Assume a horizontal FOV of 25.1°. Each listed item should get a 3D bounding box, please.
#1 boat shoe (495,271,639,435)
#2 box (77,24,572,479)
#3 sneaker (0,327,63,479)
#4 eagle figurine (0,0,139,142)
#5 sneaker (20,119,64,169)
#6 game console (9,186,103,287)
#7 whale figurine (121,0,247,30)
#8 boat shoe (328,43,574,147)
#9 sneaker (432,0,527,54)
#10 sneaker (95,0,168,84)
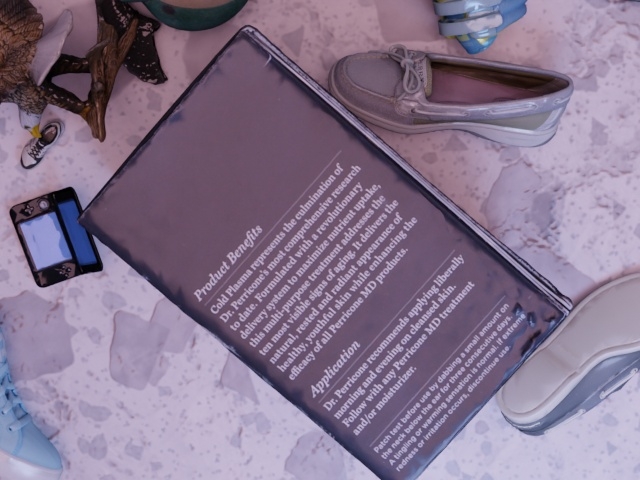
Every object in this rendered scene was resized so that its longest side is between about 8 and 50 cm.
[{"bbox_3d":[0.386,0.158,1.997,0.319,0.116,0.099,-36,139,-4],"label":"boat shoe"},{"bbox_3d":[0.000,0.000,1.761,0.472,0.480,0.297,42,93,-5],"label":"box"},{"bbox_3d":[-0.468,0.182,1.946,0.366,0.135,0.150,43,97,-6],"label":"sneaker"},{"bbox_3d":[-0.408,-0.210,1.845,0.298,0.226,0.225,9,111,5],"label":"eagle figurine"},{"bbox_3d":[-0.383,-0.131,1.961,0.032,0.037,0.083,37,96,-7],"label":"sneaker"},{"bbox_3d":[-0.360,-0.003,1.958,0.107,0.071,0.122,-19,96,1],"label":"game console"},{"bbox_3d":[-0.214,-0.371,1.893,0.272,0.141,0.216,22,53,10],"label":"whale figurine"},{"bbox_3d":[0.172,-0.204,1.908,0.321,0.103,0.118,12,53,-6],"label":"boat shoe"},{"bbox_3d":[0.149,-0.348,1.867,0.319,0.127,0.208,-1,100,-24],"label":"sneaker"},{"bbox_3d":[-0.256,-0.294,1.941,0.089,0.051,0.170,-3,101,-1],"label":"sneaker"}]
